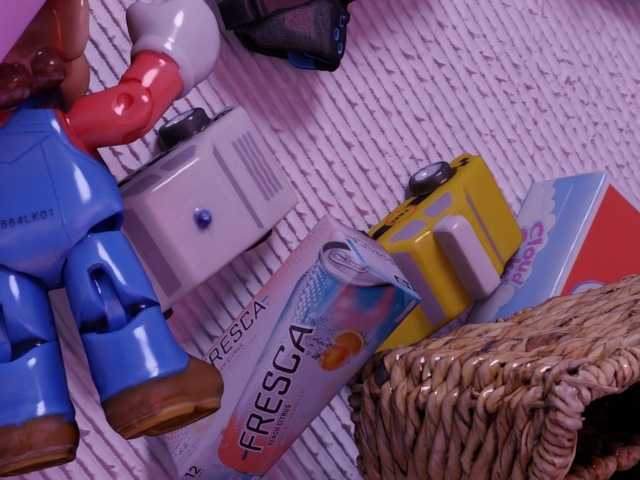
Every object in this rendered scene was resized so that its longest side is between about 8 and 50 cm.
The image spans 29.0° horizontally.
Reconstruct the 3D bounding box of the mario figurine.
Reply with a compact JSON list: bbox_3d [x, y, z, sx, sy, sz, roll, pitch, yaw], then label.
[{"bbox_3d":[-0.154,-0.037,0.712,0.198,0.170,0.320,-9,78,-35],"label":"mario figurine"}]

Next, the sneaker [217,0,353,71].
[{"bbox_3d":[0.021,-0.184,0.880,0.217,0.079,0.121,-13,98,-25],"label":"sneaker"}]

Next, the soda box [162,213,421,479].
[{"bbox_3d":[-0.024,0.076,0.779,0.058,0.063,0.183,28,108,-39],"label":"soda box"}]

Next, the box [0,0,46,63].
[{"bbox_3d":[-0.215,-0.217,0.610,0.213,0.243,0.117,-61,147,-21],"label":"box"}]

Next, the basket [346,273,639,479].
[{"bbox_3d":[0.203,0.144,0.782,0.299,0.223,0.213,-13,94,-33],"label":"basket"}]

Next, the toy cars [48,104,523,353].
[{"bbox_3d":[0.000,0.000,0.842,0.394,0.087,0.176,8,83,-33],"label":"toy cars"}]

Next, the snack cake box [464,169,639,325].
[{"bbox_3d":[0.189,0.098,0.960,0.152,0.089,0.264,38,68,-24],"label":"snack cake box"}]
